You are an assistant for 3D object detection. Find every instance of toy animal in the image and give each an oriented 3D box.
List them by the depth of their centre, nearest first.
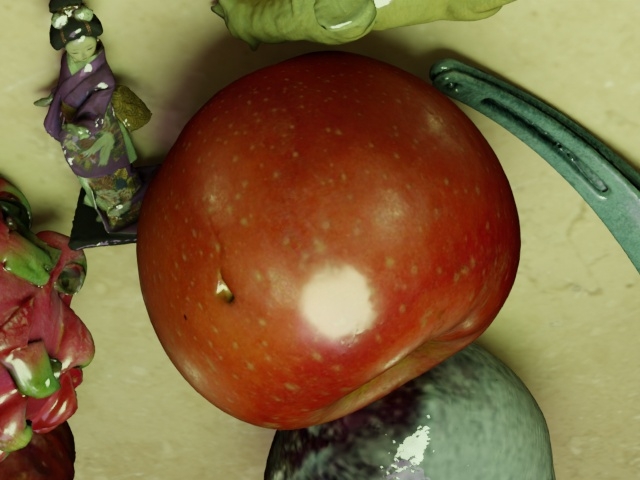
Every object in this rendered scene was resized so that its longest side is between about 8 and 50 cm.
[{"bbox_3d":[0.031,-0.163,0.931,0.218,0.103,0.101,-11,165,6],"label":"toy animal"}]

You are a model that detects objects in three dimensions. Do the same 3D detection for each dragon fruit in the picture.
[{"bbox_3d":[-0.285,0.038,1.101,0.218,0.273,0.198,-14,-175,9],"label":"dragon fruit"}]

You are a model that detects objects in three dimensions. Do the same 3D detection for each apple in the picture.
[{"bbox_3d":[0.000,0.000,0.985,0.260,0.216,0.260,-31,169,-7],"label":"apple"}]

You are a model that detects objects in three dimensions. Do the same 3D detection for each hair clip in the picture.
[{"bbox_3d":[0.176,-0.060,1.084,0.275,0.083,0.048,33,136,-27],"label":"hair clip"}]

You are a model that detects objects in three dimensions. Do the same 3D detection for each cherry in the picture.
[{"bbox_3d":[0.079,0.203,1.282,0.255,0.218,0.296,7,136,0],"label":"cherry"}]

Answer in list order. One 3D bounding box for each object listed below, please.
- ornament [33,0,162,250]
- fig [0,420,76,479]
[{"bbox_3d":[-0.158,-0.081,1.021,0.088,0.081,0.203,-6,141,5],"label":"ornament"},{"bbox_3d":[-0.335,0.196,1.268,0.263,0.224,0.224,13,146,19],"label":"fig"}]
